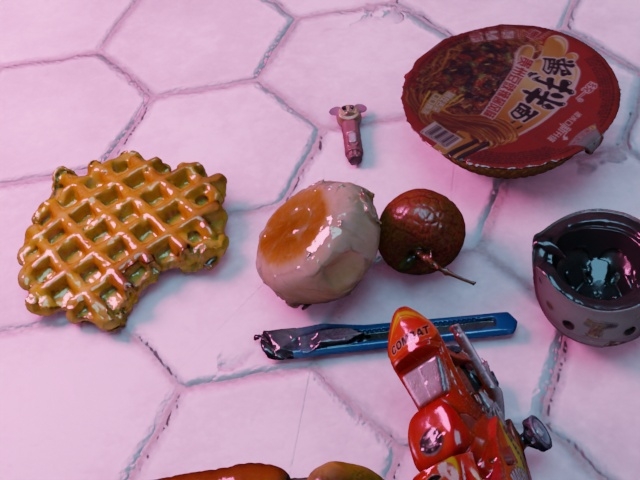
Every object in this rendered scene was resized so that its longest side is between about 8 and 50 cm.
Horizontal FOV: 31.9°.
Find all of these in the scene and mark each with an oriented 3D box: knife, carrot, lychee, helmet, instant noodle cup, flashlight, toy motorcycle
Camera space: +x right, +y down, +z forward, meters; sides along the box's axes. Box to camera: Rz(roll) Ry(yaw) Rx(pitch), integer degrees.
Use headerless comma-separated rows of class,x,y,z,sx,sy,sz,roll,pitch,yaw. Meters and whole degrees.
knife,0.072,0.103,1.253,0.297,0.026,0.044,-7,37,1
carrot,-0.164,0.266,1.119,0.336,0.069,0.069,-8,48,8
lychee,0.119,-0.008,1.286,0.114,0.101,0.140,-8,11,13
helmet,0.307,0.052,1.225,0.153,0.107,0.177,4,30,13
instant noodle cup,0.238,-0.156,1.420,0.274,0.090,0.274,-3,48,4
flashlight,0.040,-0.144,1.470,0.052,0.031,0.110,-6,48,0
toy motorcycle,0.144,0.203,1.074,0.089,0.171,0.298,-42,37,28

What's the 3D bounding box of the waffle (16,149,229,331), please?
waffle,-0.238,-0.007,1.368,0.291,0.051,0.291,-5,48,5

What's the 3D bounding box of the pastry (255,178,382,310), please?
pastry,0.000,0.000,1.281,0.166,0.088,0.165,-29,41,29

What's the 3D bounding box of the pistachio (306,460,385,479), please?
pistachio,0.053,0.291,1.045,0.189,0.100,0.110,41,89,7
